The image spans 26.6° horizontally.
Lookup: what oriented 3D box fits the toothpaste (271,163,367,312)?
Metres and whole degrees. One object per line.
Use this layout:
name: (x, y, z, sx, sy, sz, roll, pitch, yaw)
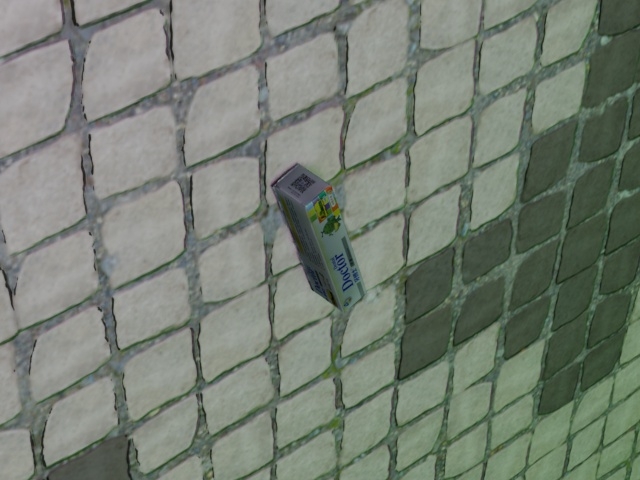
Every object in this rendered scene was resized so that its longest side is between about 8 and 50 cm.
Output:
toothpaste: (0.000, 0.000, 1.222, 0.034, 0.046, 0.164, -42, 143, -18)
